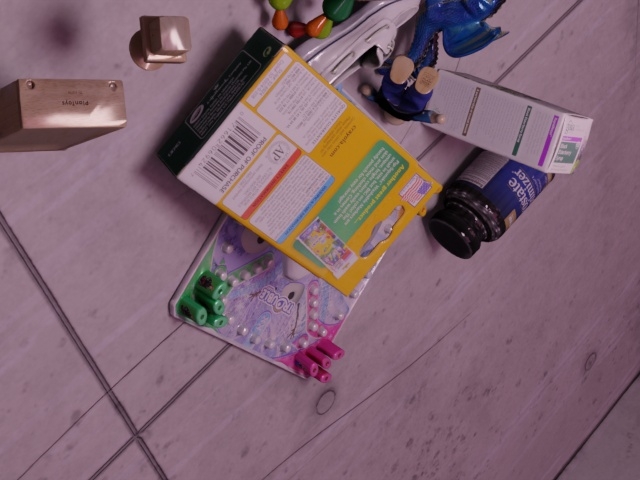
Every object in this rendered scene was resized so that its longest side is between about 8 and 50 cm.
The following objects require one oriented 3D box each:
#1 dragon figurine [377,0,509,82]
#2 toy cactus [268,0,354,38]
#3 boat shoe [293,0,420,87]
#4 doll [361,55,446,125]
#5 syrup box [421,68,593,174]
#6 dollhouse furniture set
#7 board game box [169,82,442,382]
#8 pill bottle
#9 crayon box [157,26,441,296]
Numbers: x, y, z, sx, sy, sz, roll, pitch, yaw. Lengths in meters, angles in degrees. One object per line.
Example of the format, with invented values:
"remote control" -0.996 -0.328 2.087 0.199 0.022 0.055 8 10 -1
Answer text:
"dragon figurine" 0.211 -0.307 1.551 0.085 0.289 0.144 -33 110 -63
"toy cactus" 0.017 -0.323 1.330 0.219 0.180 0.112 85 27 -45
"boat shoe" 0.060 -0.261 1.480 0.226 0.076 0.083 -36 168 -21
"doll" 0.121 -0.200 1.570 0.189 0.129 0.046 119 -7 -78
"syrup box" 0.283 -0.182 1.691 0.093 0.236 0.096 -3 115 -51
"dollhouse furniture set" -0.305 -0.271 1.073 0.303 0.173 0.356 -6 89 -35
"board game box" 0.000 0.000 1.622 0.390 0.050 0.390 -60 145 -3
"pill bottle" 0.286 -0.076 1.862 0.219 0.122 0.123 -46 142 -18
"crayon box" -0.020 -0.091 1.406 0.203 0.083 0.323 -50 127 4
